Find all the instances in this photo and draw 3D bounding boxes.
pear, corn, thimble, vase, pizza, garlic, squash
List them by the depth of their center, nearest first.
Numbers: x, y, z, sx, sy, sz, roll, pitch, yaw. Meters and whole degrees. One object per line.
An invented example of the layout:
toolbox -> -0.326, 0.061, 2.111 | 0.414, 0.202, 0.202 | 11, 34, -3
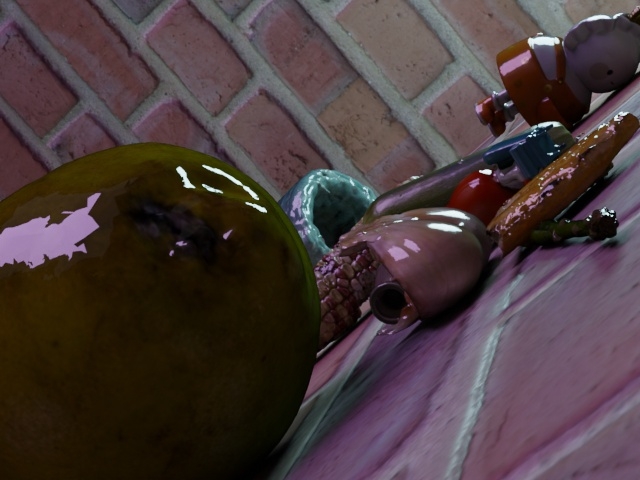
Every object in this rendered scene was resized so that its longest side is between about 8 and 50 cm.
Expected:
pizza -> 0.193, -0.041, 1.009 | 0.160, 0.036, 0.099 | -40, 1, -12
garlic -> 0.087, 0.022, 1.046 | 0.124, 0.099, 0.174 | -22, 7, 5
pear -> -0.171, 0.087, 1.093 | 0.352, 0.352, 0.413 | -41, 7, -32
vase -> 0.077, 0.046, 1.228 | 0.053, 0.053, 0.101 | -41, 5, 21
squash -> 0.148, -0.052, 1.239 | 0.228, 0.066, 0.066 | -25, 1, 2
corn -> 0.051, 0.037, 1.532 | 0.290, 0.098, 0.098 | -45, 2, -13
thimble -> 0.000, 0.000, 2.052 | 0.143, 0.198, 0.235 | -42, -6, 38

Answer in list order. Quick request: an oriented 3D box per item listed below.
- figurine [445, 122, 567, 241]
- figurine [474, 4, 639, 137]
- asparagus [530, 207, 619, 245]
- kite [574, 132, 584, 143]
figurine -> 0.171, -0.050, 1.157 | 0.140, 0.075, 0.068 | -38, 2, 30
figurine -> 0.326, -0.227, 1.617 | 0.271, 0.143, 0.143 | -43, 0, 13
asparagus -> 0.171, -0.008, 0.841 | 0.023, 0.022, 0.233 | 3, -2, 0
kite -> 0.240, -0.070, 1.329 | 0.159, 0.010, 0.190 | -38, 4, 38
